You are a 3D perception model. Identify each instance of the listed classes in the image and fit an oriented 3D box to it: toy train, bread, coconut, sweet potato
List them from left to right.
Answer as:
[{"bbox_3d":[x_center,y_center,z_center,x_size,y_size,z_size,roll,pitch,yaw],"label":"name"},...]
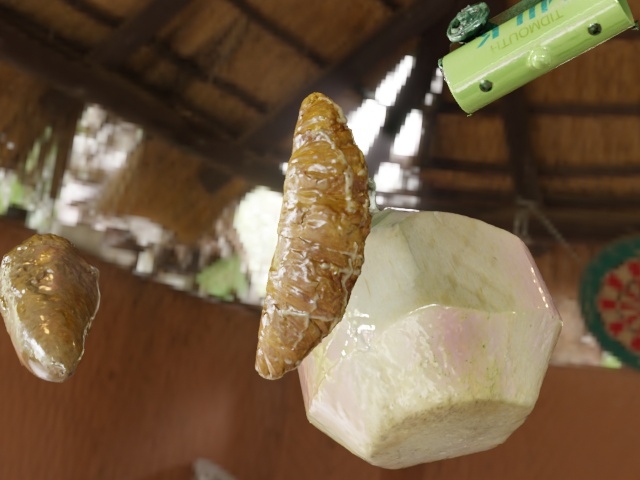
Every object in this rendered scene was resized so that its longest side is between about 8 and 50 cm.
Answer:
[{"bbox_3d":[-0.243,0.049,1.252,0.092,0.114,0.341,-8,6,-12],"label":"sweet potato"},{"bbox_3d":[0.000,0.000,1.114,0.076,0.233,0.105,11,-8,3],"label":"bread"},{"bbox_3d":[0.089,0.081,1.303,0.259,0.259,0.259,7,-11,1],"label":"coconut"},{"bbox_3d":[0.246,-0.234,1.578,0.253,0.157,0.105,-28,-63,21],"label":"toy train"}]

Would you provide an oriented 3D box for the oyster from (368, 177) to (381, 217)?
[{"bbox_3d":[0.017,-0.052,1.425,0.064,0.125,0.177,-20,-51,-5],"label":"oyster"}]
